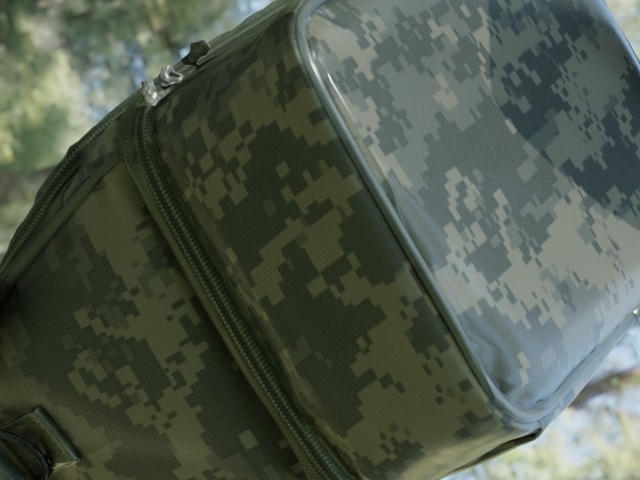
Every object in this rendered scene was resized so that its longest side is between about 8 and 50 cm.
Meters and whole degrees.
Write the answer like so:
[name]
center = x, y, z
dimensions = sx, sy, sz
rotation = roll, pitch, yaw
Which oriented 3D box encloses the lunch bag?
[lunch bag]
center = 0.000, 0.000, 0.879
dimensions = 0.256, 0.305, 0.212
rotation = -31, -85, 34
